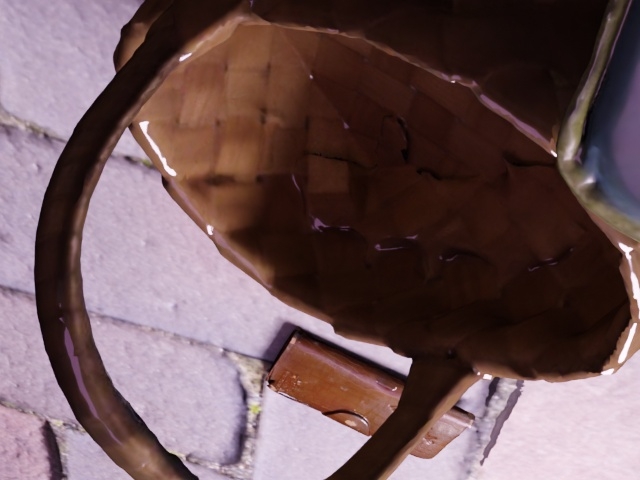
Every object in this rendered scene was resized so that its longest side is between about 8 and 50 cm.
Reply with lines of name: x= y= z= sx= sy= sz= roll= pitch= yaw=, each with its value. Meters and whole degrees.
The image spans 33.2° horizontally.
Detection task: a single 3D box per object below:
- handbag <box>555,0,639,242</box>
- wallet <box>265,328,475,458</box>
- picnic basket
handbag: x=0.232 y=-0.118 z=0.380 sx=0.222 sy=0.241 sz=0.263 roll=26 pitch=130 yaw=15
wallet: x=0.040 y=0.144 z=0.966 sx=0.176 sy=0.026 sz=0.095 roll=26 pitch=141 yaw=-5
picnic basket: x=0.000 y=0.000 z=0.561 sx=0.337 sy=0.337 sz=0.293 roll=-13 pitch=128 yaw=32
